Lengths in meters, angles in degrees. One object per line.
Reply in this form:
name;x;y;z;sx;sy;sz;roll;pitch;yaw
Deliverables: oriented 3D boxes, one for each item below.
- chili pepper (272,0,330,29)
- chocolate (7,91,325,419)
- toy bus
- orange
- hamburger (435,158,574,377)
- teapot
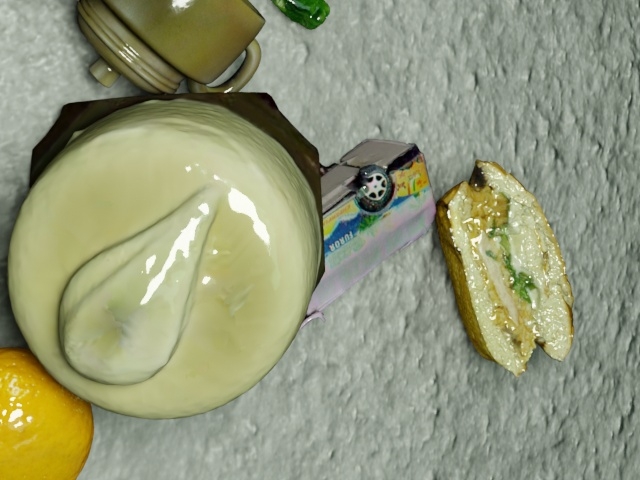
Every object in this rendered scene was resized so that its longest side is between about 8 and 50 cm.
chili pepper;-0.042;-0.343;1.344;0.073;0.050;0.182;-17;97;-25
chocolate;-0.146;0.004;1.077;0.314;0.297;0.326;-1;90;-3
toy bus;0.000;0.000;1.346;0.317;0.112;0.138;-37;120;-26
orange;-0.315;0.189;1.099;0.177;0.155;0.177;-24;139;-22
hamburger;0.237;0.027;1.466;0.144;0.156;0.283;-19;98;-3
teapot;-0.172;-0.231;1.196;0.175;0.185;0.267;-43;135;10
